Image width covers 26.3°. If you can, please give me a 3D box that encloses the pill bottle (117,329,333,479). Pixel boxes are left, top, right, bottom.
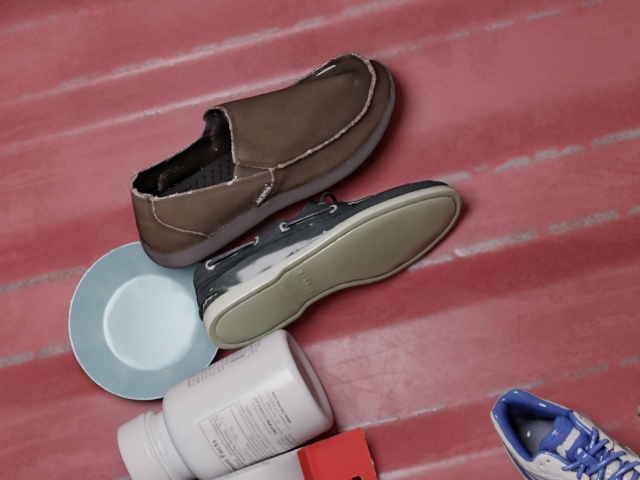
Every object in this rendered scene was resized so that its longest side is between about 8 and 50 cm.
[{"bbox_3d":[-0.112,0.210,1.593,0.229,0.131,0.131,-28,78,6],"label":"pill bottle"}]

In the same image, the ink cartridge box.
[{"bbox_3d":[-0.020,0.330,1.543,0.225,0.056,0.181,-17,91,-19],"label":"ink cartridge box"}]

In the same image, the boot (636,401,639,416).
[{"bbox_3d":[0.494,0.095,1.564,0.295,0.104,0.211,-6,74,1],"label":"boot"}]

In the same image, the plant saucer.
[{"bbox_3d":[-0.210,0.099,1.674,0.195,0.037,0.195,-1,79,6],"label":"plant saucer"}]

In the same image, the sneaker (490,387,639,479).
[{"bbox_3d":[0.291,0.253,1.463,0.112,0.131,0.296,-51,37,-13],"label":"sneaker"}]

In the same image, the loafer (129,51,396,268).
[{"bbox_3d":[-0.070,-0.109,1.616,0.366,0.130,0.134,-38,49,-7],"label":"loafer"}]

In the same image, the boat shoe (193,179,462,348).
[{"bbox_3d":[0.001,0.003,1.628,0.340,0.127,0.113,-31,50,-3],"label":"boat shoe"}]
